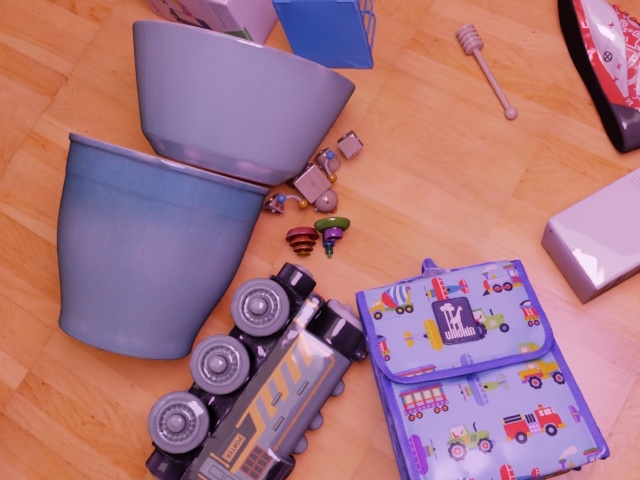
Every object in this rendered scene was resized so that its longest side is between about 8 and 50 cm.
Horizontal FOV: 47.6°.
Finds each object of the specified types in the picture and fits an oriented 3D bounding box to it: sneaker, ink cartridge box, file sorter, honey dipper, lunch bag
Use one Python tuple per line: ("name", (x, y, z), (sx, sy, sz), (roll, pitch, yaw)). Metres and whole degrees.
("sneaker", (0.433, -0.261, 0.992), (0.145, 0.090, 0.270), (-18, 75, 6))
("ink cartridge box", (-0.187, -0.394, 1.132), (0.212, 0.154, 0.093), (27, 83, 17))
("file sorter", (0.014, -0.342, 1.067), (0.118, 0.170, 0.104), (5, 72, 14))
("honey dipper", (0.246, -0.245, 1.059), (0.031, 0.030, 0.160), (-26, 72, 4))
("lunch bag", (0.179, 0.158, 0.899), (0.221, 0.138, 0.293), (-14, 66, -4))

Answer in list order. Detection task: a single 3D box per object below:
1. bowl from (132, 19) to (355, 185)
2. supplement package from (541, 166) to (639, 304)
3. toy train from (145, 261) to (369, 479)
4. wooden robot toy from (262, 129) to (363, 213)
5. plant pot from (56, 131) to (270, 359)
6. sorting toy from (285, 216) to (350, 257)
("bowl", (-0.122, -0.174, 0.998), (0.312, 0.311, 0.163), (17, 94, 17))
("supplement package", (0.388, -0.014, 0.920), (0.179, 0.105, 0.105), (-30, 71, 2))
("toy train", (-0.081, 0.197, 0.957), (0.190, 0.142, 0.334), (34, 81, 6))
("wooden robot toy", (0.002, -0.078, 1.060), (0.173, 0.076, 0.079), (-41, 105, -1))
("plant pot", (-0.234, 0.014, 0.982), (0.272, 0.272, 0.255), (18, 93, 17))
("sorting toy", (0.000, 0.000, 1.028), (0.102, 0.061, 0.042), (-16, 70, 32))
